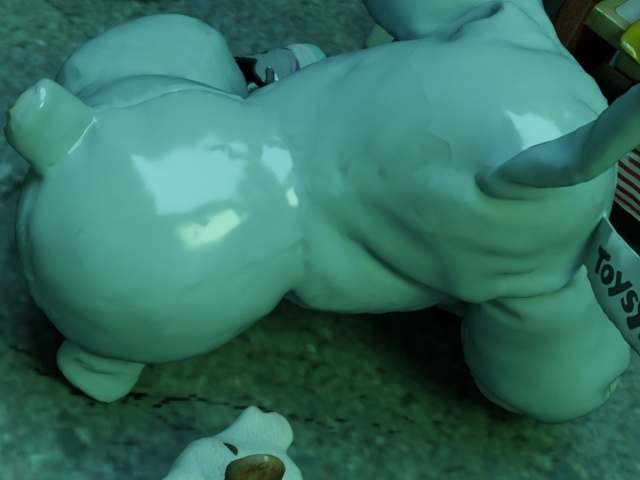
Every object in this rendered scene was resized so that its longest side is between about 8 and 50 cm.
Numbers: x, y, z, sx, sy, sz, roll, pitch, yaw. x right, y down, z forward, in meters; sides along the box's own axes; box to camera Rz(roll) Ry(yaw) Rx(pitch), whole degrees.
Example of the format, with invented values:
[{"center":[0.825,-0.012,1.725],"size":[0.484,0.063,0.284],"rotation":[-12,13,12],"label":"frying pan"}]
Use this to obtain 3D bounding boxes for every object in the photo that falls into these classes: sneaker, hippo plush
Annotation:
[{"center":[-0.016,-0.065,0.771],"size":[0.069,0.038,0.098],"rotation":[-8,42,-31],"label":"sneaker"},{"center":[0.000,0.000,0.628],"size":[0.236,0.234,0.294],"rotation":[-15,33,0],"label":"hippo plush"}]

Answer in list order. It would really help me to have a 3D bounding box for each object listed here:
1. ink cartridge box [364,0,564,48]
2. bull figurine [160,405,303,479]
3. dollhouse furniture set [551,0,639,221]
[{"center":[0.116,-0.171,0.841],"size":[0.072,0.175,0.127],"rotation":[41,43,12],"label":"ink cartridge box"},{"center":[0.062,0.153,0.483],"size":[0.188,0.101,0.310],"rotation":[9,15,-31],"label":"bull figurine"},{"center":[0.286,-0.113,0.884],"size":[0.201,0.152,0.374],"rotation":[39,43,14],"label":"dollhouse furniture set"}]
